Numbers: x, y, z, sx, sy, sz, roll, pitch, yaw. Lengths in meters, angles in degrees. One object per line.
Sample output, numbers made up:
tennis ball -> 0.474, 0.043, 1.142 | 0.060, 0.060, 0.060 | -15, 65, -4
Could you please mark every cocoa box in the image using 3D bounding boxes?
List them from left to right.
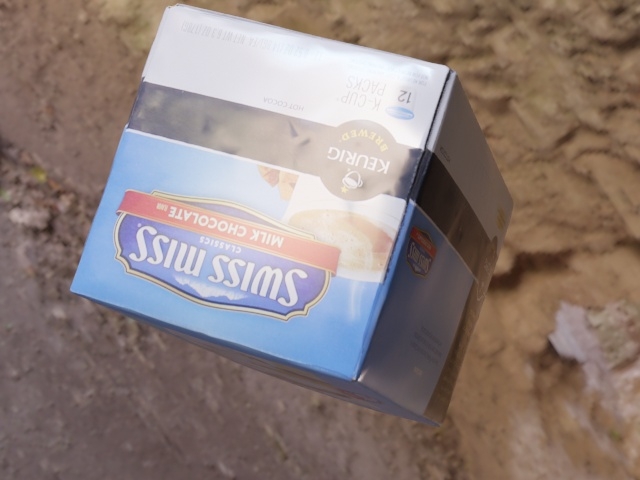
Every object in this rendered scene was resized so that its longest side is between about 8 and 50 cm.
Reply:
cocoa box -> 0.000, 0.000, 1.010 | 0.231, 0.228, 0.347 | 16, -8, 18
